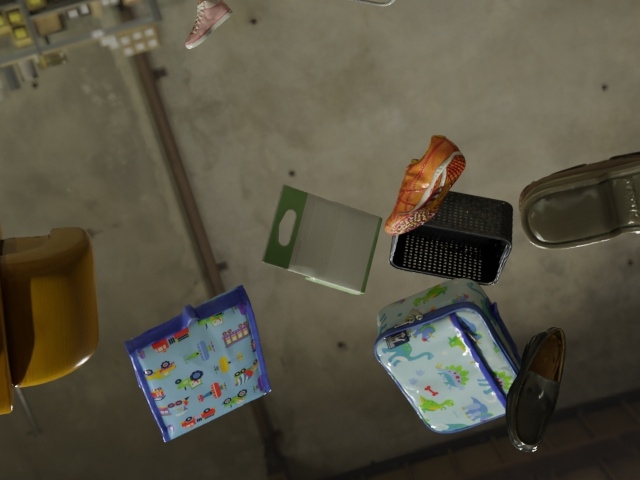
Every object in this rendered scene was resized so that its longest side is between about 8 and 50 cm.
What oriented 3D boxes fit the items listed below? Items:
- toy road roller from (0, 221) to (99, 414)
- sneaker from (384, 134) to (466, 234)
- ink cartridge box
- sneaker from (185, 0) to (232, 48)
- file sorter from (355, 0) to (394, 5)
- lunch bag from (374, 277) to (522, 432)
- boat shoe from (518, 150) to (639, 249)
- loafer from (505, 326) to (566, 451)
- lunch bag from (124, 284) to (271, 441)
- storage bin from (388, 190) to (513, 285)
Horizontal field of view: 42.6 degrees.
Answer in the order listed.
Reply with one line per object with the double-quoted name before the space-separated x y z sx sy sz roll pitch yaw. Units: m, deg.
"toy road roller" -0.333 0.084 0.796 0.241 0.202 0.329 -6 -157 -19
"sneaker" 0.145 -0.077 1.184 0.064 0.175 0.067 1 -135 -42
"ink cartridge box" 0.000 0.000 1.694 0.235 0.171 0.056 18 170 -19
"sneaker" -0.264 -0.491 1.823 0.134 0.070 0.051 -45 -149 -9
"file sorter" 0.071 -0.646 1.718 0.173 0.193 0.277 4 -136 -21
"lunch bag" 0.191 0.167 1.173 0.176 0.219 0.090 -23 -152 19
"boat shoe" 0.386 -0.062 0.949 0.307 0.110 0.104 -3 -161 17
"loafer" 0.283 0.189 1.071 0.062 0.061 0.170 16 -117 3
"lunch bag" -0.218 0.205 1.457 0.221 0.293 0.138 -24 -120 -17
"storage bin" 0.208 -0.008 1.314 0.180 0.122 0.084 11 -129 3
